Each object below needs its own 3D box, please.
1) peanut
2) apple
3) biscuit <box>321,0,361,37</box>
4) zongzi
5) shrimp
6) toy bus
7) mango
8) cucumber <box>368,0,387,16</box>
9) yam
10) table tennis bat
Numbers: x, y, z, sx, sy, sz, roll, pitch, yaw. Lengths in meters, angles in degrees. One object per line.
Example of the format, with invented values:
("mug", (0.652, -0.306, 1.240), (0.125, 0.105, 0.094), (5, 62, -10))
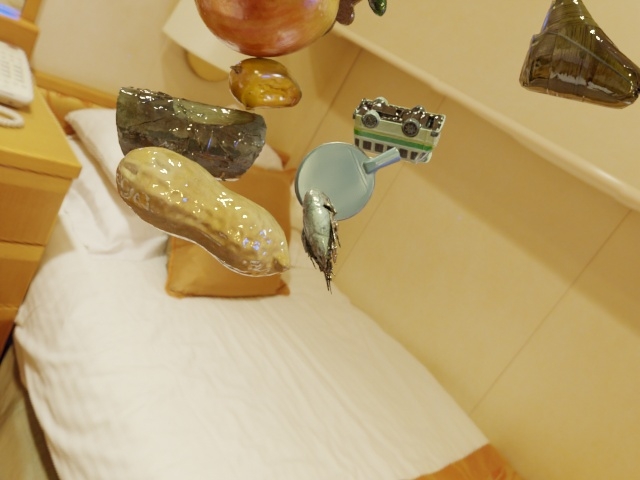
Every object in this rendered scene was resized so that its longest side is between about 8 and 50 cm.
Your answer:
("peanut", (-0.145, -0.032, 0.716), (0.263, 0.101, 0.117), (32, 9, -20))
("apple", (-0.084, -0.453, 0.904), (0.232, 0.286, 0.286), (7, 15, 11))
("biscuit", (0.016, -0.659, 1.489), (0.180, 0.236, 0.039), (58, 20, 0))
("zongzi", (0.655, -0.485, 1.292), (0.286, 0.300, 0.138), (19, 8, 22))
("shrimp", (0.000, 0.000, 1.136), (0.079, 0.090, 0.233), (14, 64, -58))
("toy bus", (0.245, -0.346, 1.727), (0.275, 0.165, 0.134), (17, 42, 13))
("mango", (-0.101, -0.289, 1.005), (0.187, 0.101, 0.066), (3, 54, -50))
("cucumber", (0.108, -0.660, 1.279), (0.056, 0.056, 0.285), (-1, 72, -57))
("yam", (-0.236, -0.186, 0.976), (0.254, 0.154, 0.154), (6, 27, -20))
("table tennis bat", (0.079, -0.180, 1.500), (0.215, 0.329, 0.044), (66, -19, -8))
